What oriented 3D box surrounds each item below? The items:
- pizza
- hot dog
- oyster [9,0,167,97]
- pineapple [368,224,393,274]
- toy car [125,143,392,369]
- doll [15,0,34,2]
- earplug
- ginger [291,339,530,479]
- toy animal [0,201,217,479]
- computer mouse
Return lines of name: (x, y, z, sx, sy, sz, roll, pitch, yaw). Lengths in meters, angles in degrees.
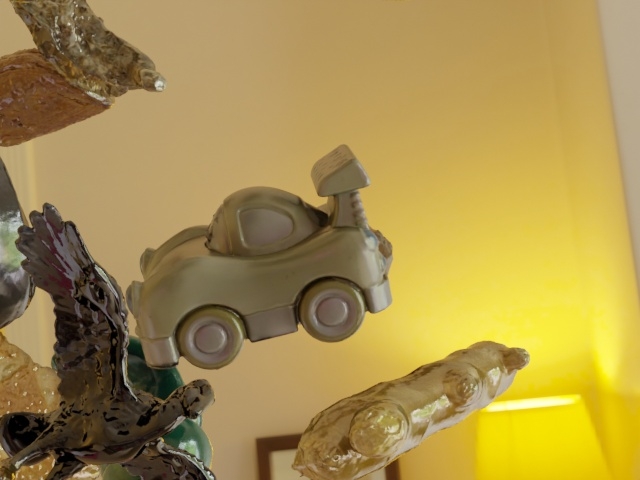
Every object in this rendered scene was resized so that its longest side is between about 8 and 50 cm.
pizza: (-0.289, 0.153, 0.900, 0.182, 0.161, 0.062, 8, -28, -32)
hot dog: (-0.493, -0.262, 1.842, 0.272, 0.122, 0.196, -20, -23, 27)
oyster: (-0.398, -0.334, 1.634, 0.111, 0.396, 0.204, -46, -4, -16)
pineapple: (-0.001, 0.000, 1.700, 0.248, 0.128, 0.128, 28, 16, 38)
toy car: (-0.088, 0.019, 1.367, 0.336, 0.226, 0.242, -11, 14, -1)
doll: (-0.247, -0.425, 0.980, 0.382, 0.378, 0.252, -38, -45, 10)
earplug: (-0.256, 0.276, 1.455, 0.164, 0.280, 0.257, -23, -54, 6)
ginger: (0.092, 0.142, 0.907, 0.118, 0.065, 0.299, -25, -5, 39)
toy animal: (-0.101, 0.088, 0.484, 0.108, 0.220, 0.062, -27, 21, -3)
computer mouse: (-0.376, -0.038, 1.029, 0.138, 0.269, 0.086, -26, -7, -26)
